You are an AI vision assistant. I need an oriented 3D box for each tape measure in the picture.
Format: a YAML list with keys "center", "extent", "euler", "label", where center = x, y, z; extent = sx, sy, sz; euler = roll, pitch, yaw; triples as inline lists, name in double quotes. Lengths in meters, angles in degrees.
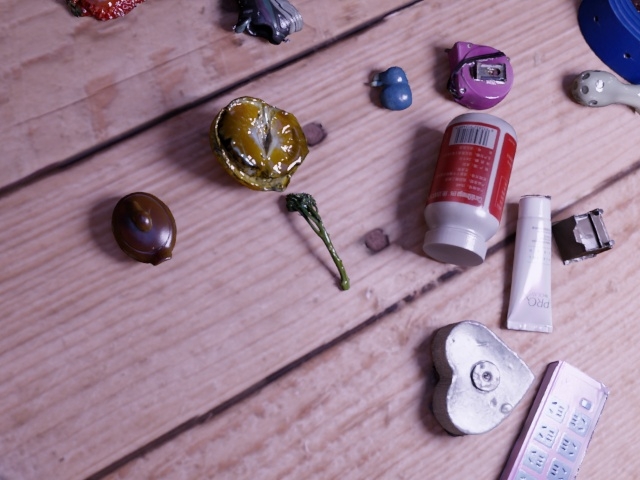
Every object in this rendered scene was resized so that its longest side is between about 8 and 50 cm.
- center: [0.295, -0.306, 1.365]
  extent: [0.125, 0.074, 0.118]
  euler: [0, 77, -10]
  label: "tape measure"

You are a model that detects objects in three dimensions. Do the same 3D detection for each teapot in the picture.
- center: [-0.278, -0.019, 1.164]
  extent: [0.098, 0.078, 0.129]
  euler: [-24, 82, -17]
  label: "teapot"

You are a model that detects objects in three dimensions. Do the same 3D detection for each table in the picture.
- center: [0.478, -0.010, 1.325]
  extent: [0.070, 0.082, 0.083]
  euler: [-13, 80, -15]
  label: "table"

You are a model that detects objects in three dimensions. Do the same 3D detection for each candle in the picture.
- center: [0.271, 0.232, 1.226]
  extent: [0.169, 0.068, 0.192]
  euler: [2, 79, -13]
  label: "candle"

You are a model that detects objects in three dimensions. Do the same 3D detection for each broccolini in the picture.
- center: [0.001, -0.002, 1.236]
  extent: [0.054, 0.052, 0.194]
  euler: [-25, 83, -13]
  label: "broccolini"

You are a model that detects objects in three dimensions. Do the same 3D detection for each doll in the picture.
- center: [0.133, -0.277, 1.337]
  extent: [0.076, 0.050, 0.083]
  euler: [-8, 80, -10]
  label: "doll"

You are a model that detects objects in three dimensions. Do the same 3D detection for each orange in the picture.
- center: [-0.109, -0.159, 1.221]
  extent: [0.160, 0.112, 0.169]
  euler: [-31, 108, -28]
  label: "orange"

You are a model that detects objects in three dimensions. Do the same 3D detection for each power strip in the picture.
- center: [0.396, 0.339, 1.241]
  extent: [0.109, 0.037, 0.278]
  euler: [31, 72, -3]
  label: "power strip"

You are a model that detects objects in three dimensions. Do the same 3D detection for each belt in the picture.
- center: [0.694, -0.413, 1.457]
  extent: [0.347, 0.117, 0.212]
  euler: [27, 70, -4]
  label: "belt"

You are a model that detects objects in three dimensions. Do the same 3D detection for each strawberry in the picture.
- center: [-0.374, -0.437, 1.268]
  extent: [0.152, 0.048, 0.103]
  euler: [-19, 84, -13]
  label: "strawberry"

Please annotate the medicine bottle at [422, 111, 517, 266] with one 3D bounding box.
- center: [0.258, -0.089, 1.272]
  extent: [0.131, 0.131, 0.250]
  euler: [19, 73, -7]
  label: "medicine bottle"

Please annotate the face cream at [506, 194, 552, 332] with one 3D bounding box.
- center: [0.378, 0.040, 1.308]
  extent: [0.092, 0.058, 0.243]
  euler: [7, 81, -15]
  label: "face cream"

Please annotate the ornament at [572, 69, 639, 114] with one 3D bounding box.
- center: [0.565, -0.291, 1.424]
  extent: [0.156, 0.074, 0.081]
  euler: [5, 32, -11]
  label: "ornament"

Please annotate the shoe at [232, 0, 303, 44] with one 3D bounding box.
- center: [-0.120, -0.407, 1.306]
  extent: [0.169, 0.071, 0.099]
  euler: [37, 74, -5]
  label: "shoe"
